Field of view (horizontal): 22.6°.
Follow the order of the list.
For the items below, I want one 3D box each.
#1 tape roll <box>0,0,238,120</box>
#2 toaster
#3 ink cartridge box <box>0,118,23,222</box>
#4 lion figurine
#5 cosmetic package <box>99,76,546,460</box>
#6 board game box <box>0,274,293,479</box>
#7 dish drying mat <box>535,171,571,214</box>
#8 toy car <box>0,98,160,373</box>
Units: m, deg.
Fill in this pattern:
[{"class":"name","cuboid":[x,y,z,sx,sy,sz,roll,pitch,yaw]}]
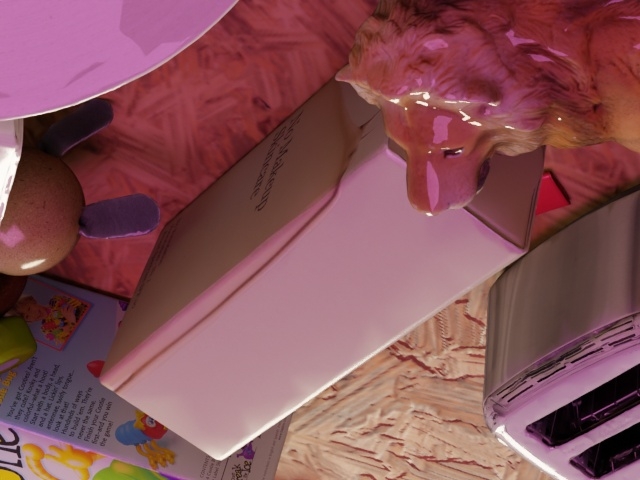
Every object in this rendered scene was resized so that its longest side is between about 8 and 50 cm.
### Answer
[{"class":"tape roll","cuboid":[-0.180,-0.251,0.779,0.392,0.072,0.392,0,107,-1]},{"class":"toaster","cuboid":[0.204,0.065,1.047,0.129,0.146,0.227,37,132,-21]},{"class":"ink cartridge box","cuboid":[-0.302,-0.068,0.933,0.237,0.100,0.172,6,152,-17]},{"class":"lion figurine","cuboid":[0.221,-0.101,0.806,0.392,0.142,0.240,-13,162,31]},{"class":"cosmetic package","cuboid":[0.000,0.000,1.035,0.113,0.160,0.309,35,131,-17]},{"class":"board game box","cuboid":[-0.168,0.143,1.233,0.275,0.144,0.142,18,137,0]},{"class":"dish drying mat","cuboid":[0.125,-0.025,1.081,0.083,0.008,0.032,-18,127,29]},{"class":"toy car","cuboid":[-0.207,-0.015,1.101,0.188,0.149,0.155,-29,80,8]}]
